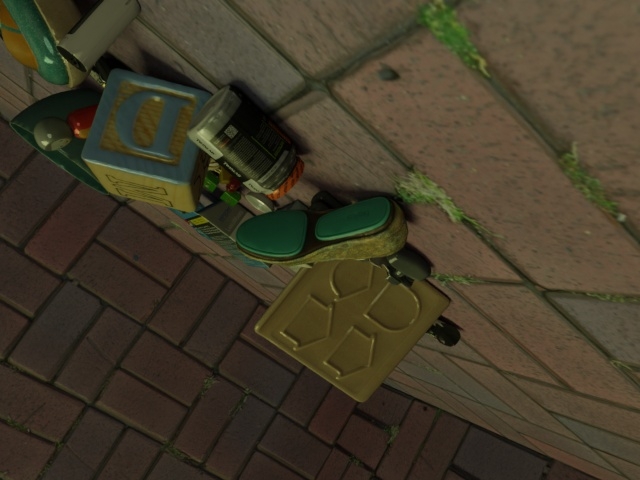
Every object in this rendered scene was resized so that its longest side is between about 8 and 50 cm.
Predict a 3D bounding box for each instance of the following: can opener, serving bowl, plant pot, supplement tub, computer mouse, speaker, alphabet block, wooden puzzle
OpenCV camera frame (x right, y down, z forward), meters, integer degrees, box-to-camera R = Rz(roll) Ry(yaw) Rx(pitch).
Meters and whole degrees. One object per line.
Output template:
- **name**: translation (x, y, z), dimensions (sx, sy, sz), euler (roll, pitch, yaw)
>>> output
- **can opener**: translation (0.106, -0.006, 1.080), dimensions (0.283, 0.076, 0.095), euler (38, 132, -17)
- **serving bowl**: translation (-0.148, -0.099, 1.342), dimensions (0.083, 0.027, 0.083), euler (30, 164, 10)
- **plant pot**: translation (-0.630, -0.287, 1.415), dimensions (0.290, 0.195, 0.290), euler (30, 165, 9)
- **supplement tub**: translation (-0.124, -0.163, 0.920), dimensions (0.190, 0.117, 0.117), euler (41, 163, -26)
- **computer mouse**: translation (-0.452, -0.335, 1.163), dimensions (0.262, 0.060, 0.184), euler (39, 163, -21)
- **speaker**: translation (-0.339, -0.324, 0.815), dimensions (0.055, 0.136, 0.055), euler (31, 166, 9)
- **alphabet block**: translation (-0.316, -0.184, 1.028), dimensions (0.193, 0.192, 0.197), euler (15, 165, -6)
- **wooden puzzle**: translation (0.073, 0.163, 1.216), dimensions (0.348, 0.322, 0.080), euler (37, -172, -18)

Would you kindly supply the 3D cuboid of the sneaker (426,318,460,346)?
- **sneaker**: translation (0.276, 0.216, 1.396), dimensions (0.178, 0.072, 0.077), euler (40, 175, -3)

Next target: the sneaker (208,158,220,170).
- **sneaker**: translation (-0.299, -0.228, 1.185), dimensions (0.185, 0.070, 0.084), euler (26, 164, -5)

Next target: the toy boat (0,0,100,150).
- **toy boat**: translation (-0.479, -0.307, 0.935), dimensions (0.267, 0.148, 0.318), euler (42, 151, 36)

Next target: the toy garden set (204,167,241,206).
- **toy garden set**: translation (-0.292, -0.188, 1.330), dimensions (0.244, 0.049, 0.204), euler (37, 166, -12)

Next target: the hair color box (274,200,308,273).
- **hair color box**: translation (0.031, 0.065, 1.330), dimensions (0.374, 0.114, 0.185), euler (38, 165, -14)

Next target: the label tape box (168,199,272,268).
- **label tape box**: translation (-0.293, -0.051, 1.640), dimensions (0.333, 0.106, 0.240), euler (39, 165, -19)

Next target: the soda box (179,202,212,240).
- **soda box**: translation (-0.444, -0.086, 1.907), dimensions (0.067, 0.071, 0.210), euler (24, 163, 31)

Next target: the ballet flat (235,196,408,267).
- **ballet flat**: translation (0.000, 0.000, 1.000), dimensions (0.348, 0.123, 0.123), euler (-9, 144, 28)

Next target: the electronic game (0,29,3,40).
- **electronic game**: translation (-0.655, -0.456, 1.222), dimensions (0.229, 0.048, 0.229), euler (25, 157, 12)
